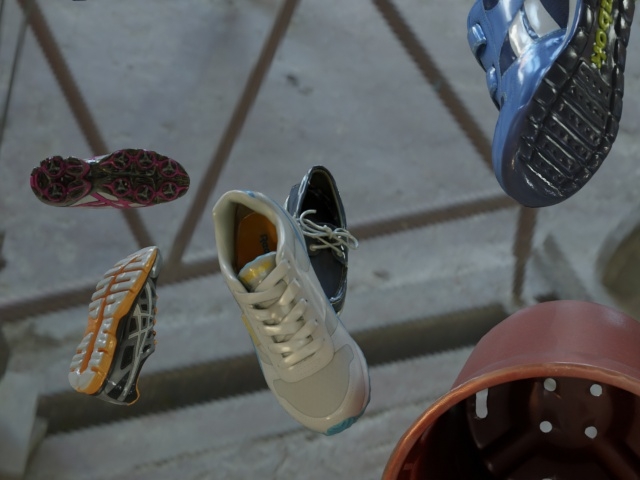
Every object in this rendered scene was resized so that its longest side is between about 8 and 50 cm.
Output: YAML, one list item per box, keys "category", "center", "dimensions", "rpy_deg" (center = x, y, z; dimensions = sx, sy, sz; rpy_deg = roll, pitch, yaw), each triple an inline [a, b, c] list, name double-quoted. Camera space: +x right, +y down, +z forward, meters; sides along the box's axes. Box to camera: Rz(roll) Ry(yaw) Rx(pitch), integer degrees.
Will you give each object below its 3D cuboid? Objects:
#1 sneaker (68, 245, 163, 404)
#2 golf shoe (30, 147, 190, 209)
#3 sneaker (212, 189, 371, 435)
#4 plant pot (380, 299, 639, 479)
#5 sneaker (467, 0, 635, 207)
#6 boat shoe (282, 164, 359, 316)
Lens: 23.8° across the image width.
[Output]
- category: "sneaker"
  center: [-0.236, 0.104, 1.854]
  dimensions: [0.083, 0.084, 0.215]
  rpy_deg: [37, 58, -31]
- category: "golf shoe"
  center: [-0.247, -0.071, 1.797]
  dimensions: [0.186, 0.086, 0.068]
  rpy_deg: [1, 82, -2]
- category: "sneaker"
  center: [-0.033, 0.061, 1.278]
  dimensions: [0.087, 0.092, 0.229]
  rpy_deg: [-31, 63, 9]
- category: "plant pot"
  center: [0.197, 0.180, 1.226]
  dimensions: [0.272, 0.272, 0.265]
  rpy_deg: [25, 19, 3]
- category: "sneaker"
  center: [0.091, -0.074, 0.626]
  dimensions: [0.053, 0.059, 0.144]
  rpy_deg: [43, 53, -38]
- category: "boat shoe"
  center: [0.000, 0.000, 2.023]
  dimensions: [0.095, 0.079, 0.254]
  rpy_deg: [16, 38, -13]
